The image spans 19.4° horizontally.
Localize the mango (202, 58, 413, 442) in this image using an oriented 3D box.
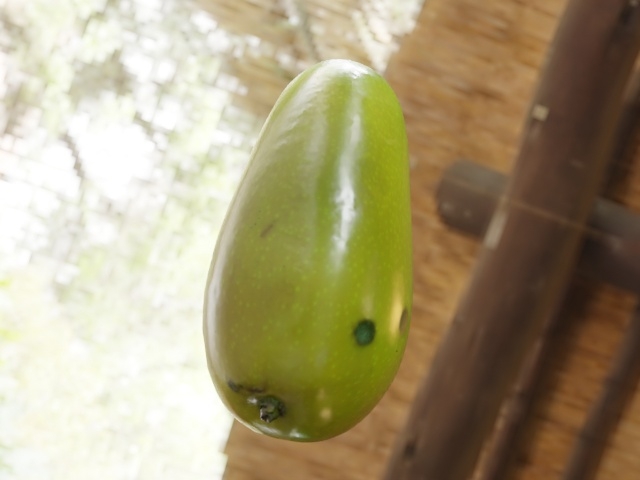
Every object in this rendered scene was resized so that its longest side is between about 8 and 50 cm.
[{"bbox_3d":[0.000,0.000,1.311,0.175,0.143,0.293,84,15,-62],"label":"mango"}]
